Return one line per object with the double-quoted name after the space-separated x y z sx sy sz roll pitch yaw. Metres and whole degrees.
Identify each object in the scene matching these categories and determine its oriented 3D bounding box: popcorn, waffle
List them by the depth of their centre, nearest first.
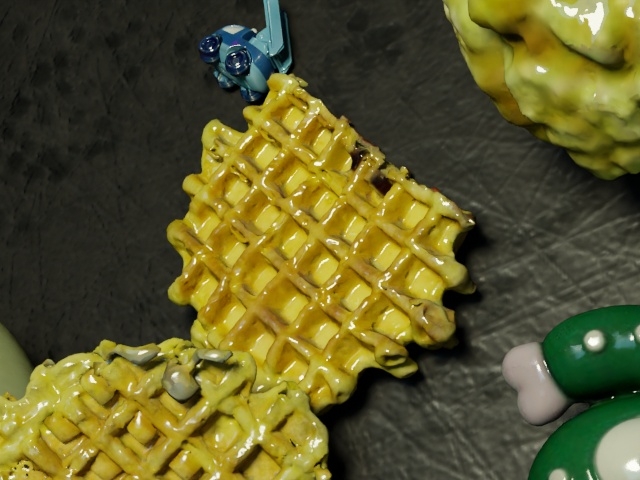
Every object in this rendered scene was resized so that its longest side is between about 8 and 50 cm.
0.224 -0.215 1.024 0.279 0.274 0.336 -25 43 54 "popcorn"
-0.129 0.202 1.084 0.280 0.060 0.262 0 95 1 "waffle"
0.000 0.001 1.172 0.283 0.065 0.310 -13 66 28 "waffle"

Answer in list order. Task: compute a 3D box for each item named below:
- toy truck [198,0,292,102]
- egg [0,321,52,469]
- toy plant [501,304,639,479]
-0.057 -0.174 1.298 0.073 0.056 0.090 31 72 33 "toy truck"
-0.324 0.160 1.200 0.295 0.218 0.218 40 91 23 "egg"
0.222 0.159 0.926 0.243 0.112 0.233 8 77 18 "toy plant"
